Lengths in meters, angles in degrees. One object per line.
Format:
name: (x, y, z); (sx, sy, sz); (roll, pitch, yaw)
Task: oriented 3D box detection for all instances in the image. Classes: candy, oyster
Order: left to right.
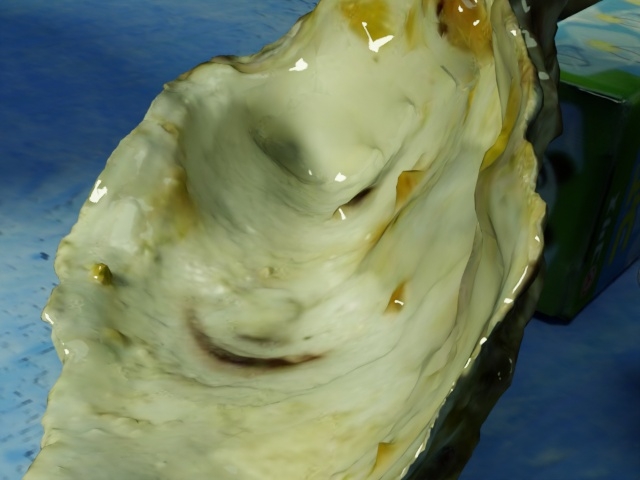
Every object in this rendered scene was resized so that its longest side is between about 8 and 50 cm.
oyster: (0.019, -0.020, 0.641); (0.111, 0.204, 0.396); (45, 20, -19)
candy: (0.125, -0.047, 0.818); (0.062, 0.097, 0.194); (24, 27, 21)

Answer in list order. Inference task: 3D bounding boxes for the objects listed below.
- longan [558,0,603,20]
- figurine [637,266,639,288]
longan: (0.187, -0.299, 1.043); (0.391, 0.391, 0.391); (10, 25, -5)
figurine: (0.215, 0.032, 0.641); (0.237, 0.141, 0.162); (31, 26, 35)
